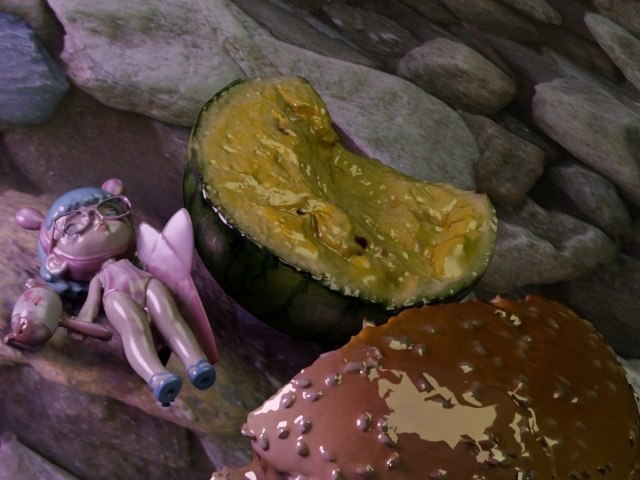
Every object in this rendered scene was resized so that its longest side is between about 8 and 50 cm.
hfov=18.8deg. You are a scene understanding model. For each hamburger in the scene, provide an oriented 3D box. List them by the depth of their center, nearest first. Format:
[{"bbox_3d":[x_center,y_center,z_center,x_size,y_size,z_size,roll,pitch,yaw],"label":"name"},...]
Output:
[{"bbox_3d":[0.138,0.219,1.659,0.445,0.268,0.287,-5,47,-52],"label":"hamburger"}]

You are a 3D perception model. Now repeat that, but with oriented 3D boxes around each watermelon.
[{"bbox_3d":[0.000,0.000,1.973,0.330,0.189,0.331,12,42,-11],"label":"watermelon"}]

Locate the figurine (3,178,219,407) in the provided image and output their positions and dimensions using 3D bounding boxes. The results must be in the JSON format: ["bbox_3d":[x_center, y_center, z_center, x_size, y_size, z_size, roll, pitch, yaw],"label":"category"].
[{"bbox_3d":[-0.199,0.060,1.778,0.205,0.103,0.260,-26,55,-17],"label":"figurine"}]
